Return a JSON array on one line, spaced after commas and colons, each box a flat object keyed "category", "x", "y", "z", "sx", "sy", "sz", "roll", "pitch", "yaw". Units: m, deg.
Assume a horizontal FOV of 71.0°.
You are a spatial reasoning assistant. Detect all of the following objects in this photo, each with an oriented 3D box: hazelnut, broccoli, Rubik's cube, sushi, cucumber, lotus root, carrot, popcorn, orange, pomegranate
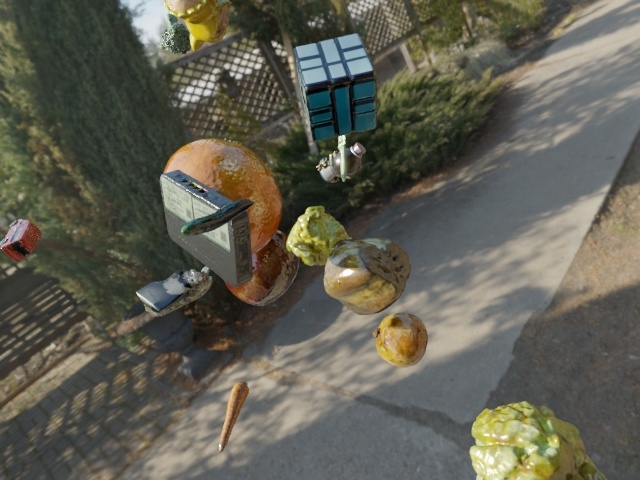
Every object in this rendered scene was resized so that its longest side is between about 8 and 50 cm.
[{"category": "hazelnut", "x": -0.312, "y": 0.117, "z": 2.269, "sx": 0.421, "sy": 0.420, "sz": 0.352, "roll": -22, "pitch": 33, "yaw": 17}, {"category": "broccoli", "x": -0.577, "y": -0.829, "z": 1.770, "sx": 0.118, "sy": 0.204, "sz": 0.122, "roll": -2, "pitch": -32, "yaw": -33}, {"category": "Rubik's cube", "x": 0.063, "y": -0.606, "z": 1.795, "sx": 0.284, "sy": 0.288, "sz": 0.293, "roll": -14, "pitch": 57, "yaw": -3}, {"category": "sushi", "x": -0.501, "y": 0.183, "z": 1.618, "sx": 0.134, "sy": 0.109, "sz": 0.273, "roll": 34, "pitch": 50, "yaw": 28}, {"category": "cucumber", "x": -0.188, "y": -0.042, "z": 0.834, "sx": 0.033, "sy": 0.036, "sz": 0.184, "roll": 22, "pitch": 30, "yaw": 20}, {"category": "lotus root", "x": 0.185, "y": 0.095, "z": 1.634, "sx": 0.316, "sy": 0.316, "sz": 0.250, "roll": -43, "pitch": 12, "yaw": -35}, {"category": "carrot", "x": -0.301, "y": 0.584, "z": 1.517, "sx": 0.061, "sy": 0.061, "sz": 0.256, "roll": -17, "pitch": 32, "yaw": 27}, {"category": "popcorn", "x": 0.544, "y": 0.570, "z": 1.169, "sx": 0.336, "sy": 0.278, "sz": 0.274, "roll": 7, "pitch": -29, "yaw": -36}, {"category": "orange", "x": -0.309, "y": -0.141, "z": 1.472, "sx": 0.326, "sy": 0.423, "sz": 0.424, "roll": -37, "pitch": 22, "yaw": -20}, {"category": "pomegranate", "x": 0.314, "y": 0.386, "z": 1.778, "sx": 0.216, "sy": 0.215, "sz": 0.215, "roll": -25, "pitch": 21, "yaw": 10}, {"category": "popcorn", "x": 0.000, "y": 0.000, "z": 1.856, "sx": 0.234, "sy": 0.250, "sz": 0.242, "roll": -58, "pitch": 2, "yaw": -16}]

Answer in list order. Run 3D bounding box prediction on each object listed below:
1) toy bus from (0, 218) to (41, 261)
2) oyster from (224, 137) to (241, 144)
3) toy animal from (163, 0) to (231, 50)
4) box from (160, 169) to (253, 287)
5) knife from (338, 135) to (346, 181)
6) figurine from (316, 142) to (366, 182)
[{"category": "toy bus", "x": -1.045, "y": -0.015, "z": 1.582, "sx": 0.089, "sy": 0.081, "sz": 0.195, "roll": -29, "pitch": 36, "yaw": 1}, {"category": "oyster", "x": -0.413, "y": -0.360, "z": 1.888, "sx": 0.209, "sy": 0.133, "sz": 0.071, "roll": -7, "pitch": 70, "yaw": 23}, {"category": "toy animal", "x": -0.321, "y": -0.608, "z": 1.158, "sx": 0.156, "sy": 0.156, "sz": 0.230, "roll": -28, "pitch": -13, "yaw": 1}, {"category": "box", "x": -0.298, "y": -0.039, "z": 1.157, "sx": 0.058, "sy": 0.211, "sz": 0.350, "roll": -23, "pitch": 40, "yaw": -37}, {"category": "knife", "x": 0.099, "y": -0.414, "z": 2.033, "sx": 0.043, "sy": 0.292, "sz": 0.020, "roll": 10, "pitch": 18, "yaw": 39}, {"category": "figurine", "x": 0.120, "y": -0.399, "z": 2.319, "sx": 0.276, "sy": 0.161, "sz": 0.158, "roll": -16, "pitch": 24, "yaw": 41}]
